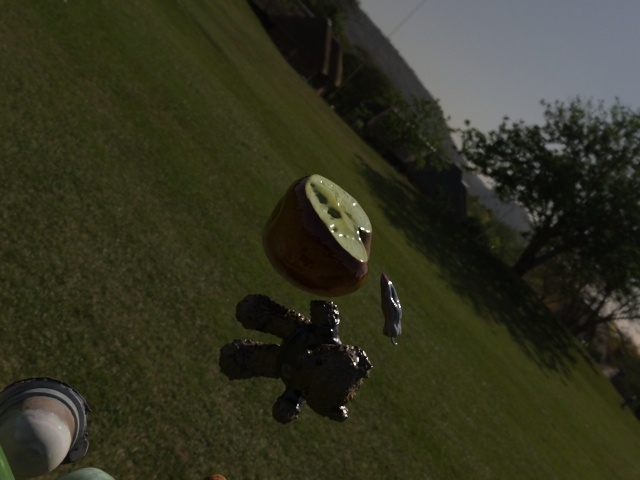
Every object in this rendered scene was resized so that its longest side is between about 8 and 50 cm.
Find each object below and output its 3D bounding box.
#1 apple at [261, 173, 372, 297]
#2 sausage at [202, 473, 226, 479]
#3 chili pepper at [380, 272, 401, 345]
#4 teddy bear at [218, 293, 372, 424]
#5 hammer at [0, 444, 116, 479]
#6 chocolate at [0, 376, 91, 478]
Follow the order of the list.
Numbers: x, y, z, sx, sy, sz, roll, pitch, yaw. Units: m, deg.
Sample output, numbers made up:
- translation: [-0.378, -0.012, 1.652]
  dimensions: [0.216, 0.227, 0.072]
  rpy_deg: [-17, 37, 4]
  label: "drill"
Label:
- translation: [0.000, 0.000, 0.907]
  dimensions: [0.173, 0.160, 0.195]
  rpy_deg: [26, 34, -8]
  label: "apple"
- translation: [-0.277, 0.621, 1.181]
  dimensions: [0.103, 0.302, 0.076]
  rpy_deg: [11, -32, 49]
  label: "sausage"
- translation: [0.146, 0.144, 1.211]
  dimensions: [0.050, 0.041, 0.153]
  rpy_deg: [-18, 104, -87]
  label: "chili pepper"
- translation: [-0.028, 0.165, 0.857]
  dimensions: [0.129, 0.182, 0.251]
  rpy_deg: [4, 14, -46]
  label: "teddy bear"
- translation: [-0.274, 0.216, 0.489]
  dimensions: [0.206, 0.335, 0.119]
  rpy_deg: [-24, 43, -33]
  label: "hammer"
- translation: [-0.560, 0.394, 1.150]
  dimensions: [0.221, 0.221, 0.147]
  rpy_deg: [39, -2, -28]
  label: "chocolate"
